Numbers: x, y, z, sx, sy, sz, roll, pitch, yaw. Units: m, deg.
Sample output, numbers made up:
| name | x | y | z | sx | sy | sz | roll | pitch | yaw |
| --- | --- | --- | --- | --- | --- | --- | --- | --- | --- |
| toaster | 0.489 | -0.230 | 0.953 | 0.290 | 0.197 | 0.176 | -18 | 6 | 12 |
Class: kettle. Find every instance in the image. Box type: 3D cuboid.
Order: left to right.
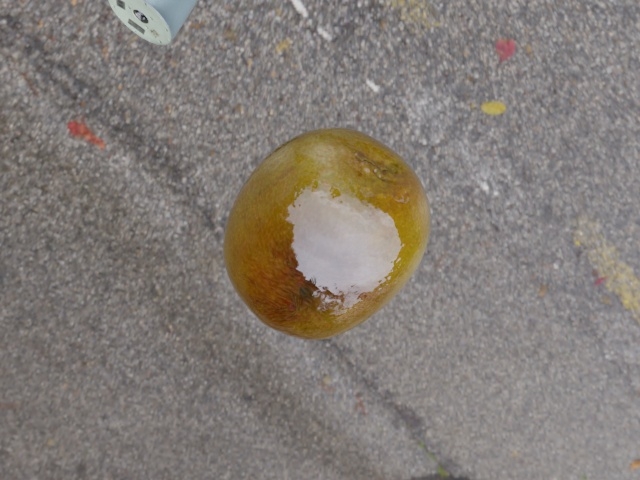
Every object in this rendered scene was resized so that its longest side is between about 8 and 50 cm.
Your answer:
| name | x | y | z | sx | sy | sz | roll | pitch | yaw |
| --- | --- | --- | --- | --- | --- | --- | --- | --- | --- |
| kettle | -0.339 | -0.573 | 1.681 | 0.211 | 0.243 | 0.160 | 34 | 161 | -10 |

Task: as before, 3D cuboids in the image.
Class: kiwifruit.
| name | x | y | z | sx | sy | sz | roll | pitch | yaw |
| --- | --- | --- | --- | --- | --- | --- | --- | --- | --- |
| kiwifruit | 0.000 | 0.000 | 0.824 | 0.196 | 0.196 | 0.234 | 23 | 127 | -16 |
